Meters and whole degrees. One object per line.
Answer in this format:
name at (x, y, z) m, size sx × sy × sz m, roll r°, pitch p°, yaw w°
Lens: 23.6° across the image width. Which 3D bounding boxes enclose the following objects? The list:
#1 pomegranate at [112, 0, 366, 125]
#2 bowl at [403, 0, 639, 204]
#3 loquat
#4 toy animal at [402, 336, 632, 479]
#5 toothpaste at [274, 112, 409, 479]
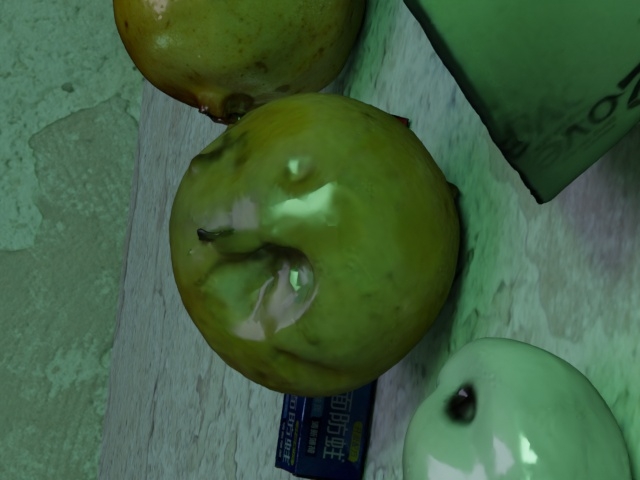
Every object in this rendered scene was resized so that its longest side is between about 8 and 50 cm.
pomegranate at (-0.075, -0.239, 1.493) m, size 0.264 × 0.264 × 0.264 m, roll -171°, pitch 90°, yaw -74°
bowl at (0.105, -0.213, 0.839) m, size 0.185 × 0.354 × 0.354 m, roll -31°, pitch 31°, yaw 8°
loquat at (0.000, 0.000, 1.170) m, size 0.244 × 0.244 × 0.243 m, roll -171°, pitch 90°, yaw -74°
toy animal at (0.067, 0.237, 0.882) m, size 0.258 × 0.194 × 0.357 m, roll -92°, pitch 24°, yaw -65°
toothpaste at (0.018, 0.047, 1.341) m, size 0.076 × 0.066 × 0.320 m, roll 171°, pitch 107°, yaw -73°
